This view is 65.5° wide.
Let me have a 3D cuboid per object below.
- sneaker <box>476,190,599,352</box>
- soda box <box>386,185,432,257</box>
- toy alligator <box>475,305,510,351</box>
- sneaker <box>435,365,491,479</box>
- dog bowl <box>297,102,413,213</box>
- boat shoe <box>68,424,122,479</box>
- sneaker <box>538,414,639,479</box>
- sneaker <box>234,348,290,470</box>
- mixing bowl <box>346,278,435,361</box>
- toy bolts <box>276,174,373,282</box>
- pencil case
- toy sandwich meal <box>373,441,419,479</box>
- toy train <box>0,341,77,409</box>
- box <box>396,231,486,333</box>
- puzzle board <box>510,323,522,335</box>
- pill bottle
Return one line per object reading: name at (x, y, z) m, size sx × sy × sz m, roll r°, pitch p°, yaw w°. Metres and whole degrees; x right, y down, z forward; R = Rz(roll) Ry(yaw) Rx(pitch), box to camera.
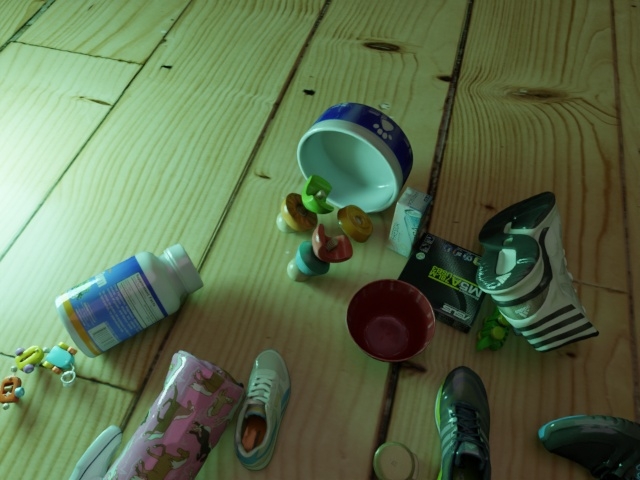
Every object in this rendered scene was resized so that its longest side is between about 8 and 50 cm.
sneaker at (0.476, 0.079, 1.091) m, size 0.257 × 0.169 × 0.447 m, roll 56°, pitch 38°, yaw -10°
soda box at (0.201, -0.038, 1.140) m, size 0.063 × 0.183 × 0.058 m, roll 27°, pitch 61°, yaw 16°
toy alligator at (0.390, 0.177, 1.075) m, size 0.051 × 0.056 × 0.189 m, roll 45°, pitch 57°, yaw -7°
sneaker at (0.269, 0.371, 0.906) m, size 0.111 × 0.121 × 0.300 m, roll 6°, pitch 57°, yaw 4°
dog bowl at (0.083, -0.192, 1.195) m, size 0.265 × 0.265 × 0.104 m, roll 24°, pitch 57°, yaw 15°
boat shoe at (-0.417, 0.453, 0.897) m, size 0.076 × 0.083 × 0.226 m, roll 29°, pitch 73°, yaw 6°
sneaker at (0.563, 0.408, 0.875) m, size 0.341 × 0.125 × 0.139 m, roll 13°, pitch 57°, yaw 10°
sneaker at (-0.110, 0.316, 0.966) m, size 0.087 × 0.092 × 0.228 m, roll 3°, pitch 55°, yaw 5°
mixing bowl at (0.143, 0.183, 1.045) m, size 0.181 × 0.098 × 0.181 m, roll -1°, pitch 56°, yaw 1°
toy bolts at (0.000, 0.000, 1.179) m, size 0.218 × 0.158 × 0.228 m, roll 29°, pitch 39°, yaw -28°
pencil case at (-0.283, 0.390, 0.856) m, size 0.160 × 0.167 × 0.386 m, roll 17°, pitch 64°, yaw 24°
toy sandwich meal at (0.141, 0.418, 0.934) m, size 0.086 × 0.029 × 0.085 m, roll -4°, pitch 63°, yaw 9°
toy train at (-0.578, 0.278, 1.027) m, size 0.166 × 0.046 × 0.125 m, roll -13°, pitch 59°, yaw -4°
box at (0.284, 0.091, 1.137) m, size 0.191 × 0.045 × 0.184 m, roll 26°, pitch 58°, yaw 17°
puzzle board at (0.458, 0.145, 1.119) m, size 0.096 × 0.011 × 0.128 m, roll -10°, pitch 57°, yaw -6°
pill bottle at (-0.398, 0.117, 1.064) m, size 0.272 × 0.152 × 0.152 m, roll -31°, pitch 61°, yaw -18°
